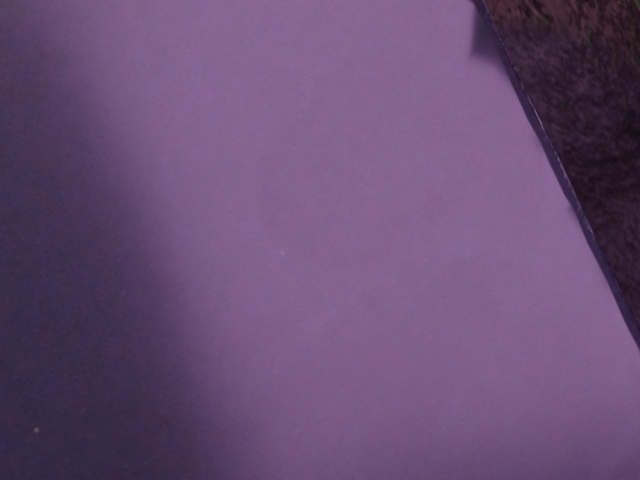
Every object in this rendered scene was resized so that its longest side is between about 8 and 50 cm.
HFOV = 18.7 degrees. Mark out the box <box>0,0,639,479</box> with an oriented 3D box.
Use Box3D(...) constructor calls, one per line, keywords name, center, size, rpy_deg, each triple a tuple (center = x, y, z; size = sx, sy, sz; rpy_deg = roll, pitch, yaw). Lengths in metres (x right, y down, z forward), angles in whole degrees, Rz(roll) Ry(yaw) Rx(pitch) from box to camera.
Box3D(name="box", center=(-0.073, 0.072, 0.934), size=(0.297, 0.472, 0.480), rpy_deg=(-29, 101, -13))
